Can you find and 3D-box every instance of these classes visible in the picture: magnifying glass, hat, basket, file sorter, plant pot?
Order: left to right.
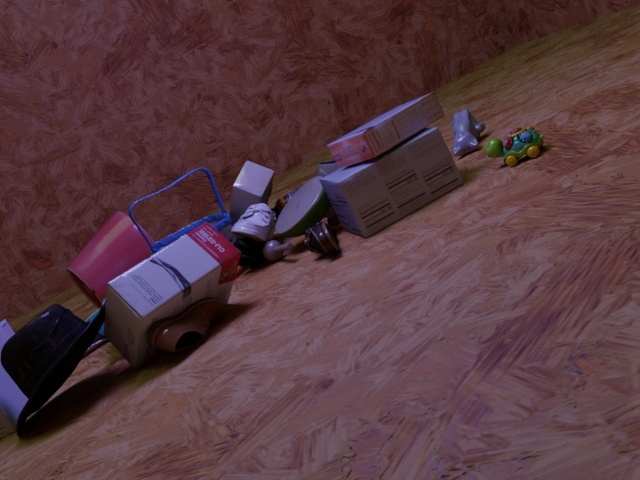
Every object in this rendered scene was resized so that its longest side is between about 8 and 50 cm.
[{"bbox_3d":[-0.762,0.333,1.708,0.173,0.192,0.277,-30,11,-1],"label":"file sorter"},{"bbox_3d":[-0.574,0.230,1.581,0.331,0.134,0.331,-54,6,9],"label":"hat"},{"bbox_3d":[-0.655,0.085,2.463,0.243,0.275,0.275,-43,17,-24],"label":"plant pot"},{"bbox_3d":[-0.360,-0.028,2.133,0.255,0.289,0.201,-33,12,-22],"label":"basket"},{"bbox_3d":[-0.184,0.050,2.063,0.092,0.026,0.231,-19,12,34],"label":"magnifying glass"}]

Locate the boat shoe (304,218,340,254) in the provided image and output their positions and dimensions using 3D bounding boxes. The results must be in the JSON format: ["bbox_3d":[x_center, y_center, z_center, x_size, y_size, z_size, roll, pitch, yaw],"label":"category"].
[{"bbox_3d":[0.000,0.000,1.735,0.073,0.073,0.207,-29,4,2],"label":"boat shoe"}]

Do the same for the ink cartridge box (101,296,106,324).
[{"bbox_3d":[-0.423,0.160,1.878,0.198,0.114,0.273,-30,11,-11],"label":"ink cartridge box"}]

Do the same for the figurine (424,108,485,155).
[{"bbox_3d":[0.342,-0.260,2.103,0.215,0.092,0.209,-22,20,23],"label":"figurine"}]

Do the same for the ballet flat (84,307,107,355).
[{"bbox_3d":[-0.601,0.248,2.023,0.248,0.086,0.086,-35,13,-31],"label":"ballet flat"}]

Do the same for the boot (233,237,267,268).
[{"bbox_3d":[-0.193,0.035,1.995,0.121,0.045,0.099,9,28,23],"label":"boot"}]

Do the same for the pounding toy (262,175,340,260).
[{"bbox_3d":[-0.027,-0.038,1.927,0.183,0.110,0.237,-12,44,60],"label":"pounding toy"}]

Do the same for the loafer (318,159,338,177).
[{"bbox_3d":[0.102,-0.275,2.681,0.269,0.092,0.102,-24,12,17],"label":"loafer"}]

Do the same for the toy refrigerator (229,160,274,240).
[{"bbox_3d":[-0.201,-0.097,2.206,0.269,0.094,0.102,107,-175,-55],"label":"toy refrigerator"}]

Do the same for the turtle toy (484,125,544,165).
[{"bbox_3d":[0.423,-0.207,1.671,0.130,0.066,0.095,-21,13,29],"label":"turtle toy"}]

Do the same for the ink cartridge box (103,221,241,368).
[{"bbox_3d":[-0.313,0.114,1.615,0.273,0.114,0.197,-37,-21,-38],"label":"ink cartridge box"}]

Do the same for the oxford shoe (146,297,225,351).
[{"bbox_3d":[-0.254,0.179,1.560,0.076,0.076,0.212,23,27,23],"label":"oxford shoe"}]

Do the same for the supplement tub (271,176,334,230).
[{"bbox_3d":[-0.056,-0.097,2.208,0.198,0.106,0.106,-26,11,4],"label":"supplement tub"}]

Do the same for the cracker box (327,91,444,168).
[{"bbox_3d":[0.150,-0.252,1.768,0.232,0.067,0.156,-32,12,-28],"label":"cracker box"}]

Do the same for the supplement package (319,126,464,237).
[{"bbox_3d":[0.158,-0.138,1.786,0.262,0.145,0.204,-29,11,-8],"label":"supplement package"}]

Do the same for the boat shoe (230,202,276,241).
[{"bbox_3d":[-0.169,-0.053,2.018,0.098,0.096,0.277,18,4,2],"label":"boat shoe"}]
